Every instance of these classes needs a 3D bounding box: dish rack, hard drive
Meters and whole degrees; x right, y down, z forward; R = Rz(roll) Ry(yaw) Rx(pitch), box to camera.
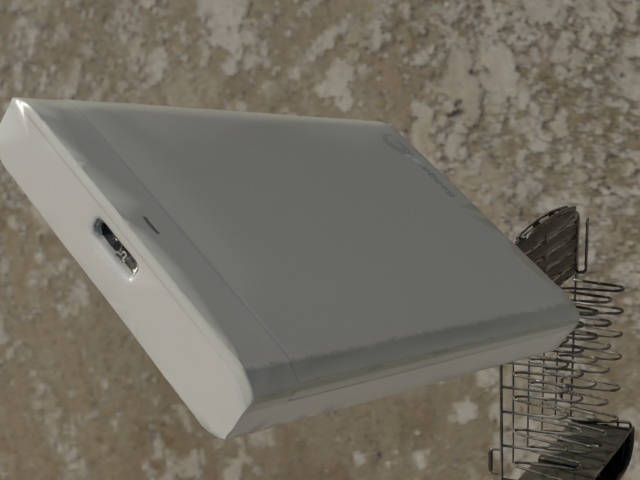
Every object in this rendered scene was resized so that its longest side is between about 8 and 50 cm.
[{"bbox_3d":[0.217,0.110,0.972,0.074,0.208,0.272,6,107,30],"label":"dish rack"},{"bbox_3d":[0.000,0.000,0.610,0.203,0.307,0.040,47,119,26],"label":"hard drive"}]
